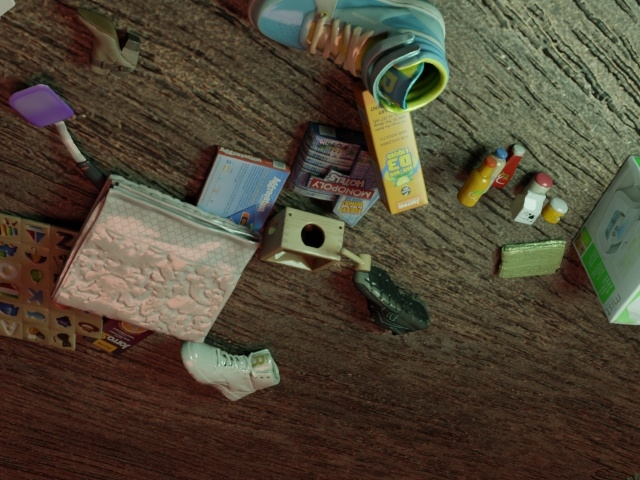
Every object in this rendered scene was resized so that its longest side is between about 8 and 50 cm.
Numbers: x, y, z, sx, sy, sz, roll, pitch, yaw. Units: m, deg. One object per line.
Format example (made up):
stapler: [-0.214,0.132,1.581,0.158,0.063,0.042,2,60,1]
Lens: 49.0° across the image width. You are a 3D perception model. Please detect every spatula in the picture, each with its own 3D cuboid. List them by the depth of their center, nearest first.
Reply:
spatula: [-0.438,-0.162,1.253,0.084,0.030,0.296,-15,137,11]

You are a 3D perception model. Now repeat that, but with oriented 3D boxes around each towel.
towel: [-0.326,0.056,1.408,0.331,0.053,0.317,22,119,-23]
towel: [0.477,0.042,1.591,0.148,0.027,0.110,-7,139,-1]

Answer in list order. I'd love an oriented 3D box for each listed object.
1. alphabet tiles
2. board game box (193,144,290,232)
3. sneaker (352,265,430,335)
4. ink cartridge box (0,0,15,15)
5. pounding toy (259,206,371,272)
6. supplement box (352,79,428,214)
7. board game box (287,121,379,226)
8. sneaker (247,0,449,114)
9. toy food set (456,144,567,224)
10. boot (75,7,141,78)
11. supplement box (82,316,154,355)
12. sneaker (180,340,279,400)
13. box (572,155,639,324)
alphabet tiles: [-0.594,0.095,1.468,0.285,0.011,0.343,13,127,-5]
board game box: [-0.178,-0.062,1.397,0.145,0.027,0.281,14,134,-19]
sneaker: [0.147,0.153,1.618,0.106,0.101,0.267,-29,133,26]
ink cartridge box: [-0.556,-0.327,1.036,0.180,0.060,0.104,-26,134,20]
pounding toy: [0.009,-0.001,1.399,0.206,0.094,0.181,14,162,-21]
supplement box: [0.124,-0.167,1.221,0.078,0.080,0.234,-19,118,-3]
board game box: [0.044,-0.117,1.341,0.194,0.060,0.194,9,135,-16]
sneaker: [0.051,-0.290,1.043,0.318,0.208,0.127,4,138,-11]
toy food set: [0.381,-0.113,1.346,0.232,0.111,0.105,12,135,-16]
boot: [-0.343,-0.303,1.105,0.118,0.042,0.087,25,131,-29]
supplement box: [-0.432,0.171,1.579,0.188,0.081,0.104,-33,131,26]
sneaker: [-0.209,0.299,1.739,0.169,0.108,0.292,-22,145,14]
box: [0.659,0.004,1.422,0.126,0.231,0.262,4,137,-12]
